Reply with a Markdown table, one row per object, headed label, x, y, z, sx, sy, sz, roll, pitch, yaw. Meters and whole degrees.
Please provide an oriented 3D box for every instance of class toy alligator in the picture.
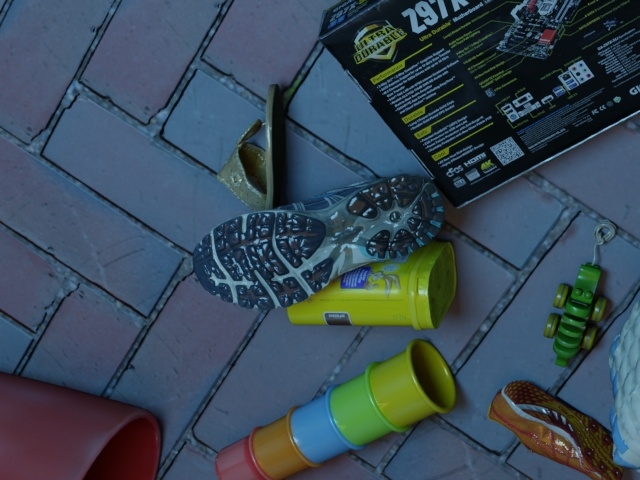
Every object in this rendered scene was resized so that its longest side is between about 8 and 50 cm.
| label | x | y | z | sx | sy | sz | roll | pitch | yaw |
| --- | --- | --- | --- | --- | --- | --- | --- | --- | --- |
| toy alligator | 0.290 | 0.068 | 1.960 | 0.056 | 0.051 | 0.190 | 18 | 117 | 8 |

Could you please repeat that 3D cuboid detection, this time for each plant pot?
| label | x | y | z | sx | sy | sz | roll | pitch | yaw |
| --- | --- | --- | --- | --- | --- | --- | --- | --- | --- |
| plant pot | -0.365 | 0.288 | 2.155 | 0.243 | 0.275 | 0.275 | 23 | 118 | 17 |

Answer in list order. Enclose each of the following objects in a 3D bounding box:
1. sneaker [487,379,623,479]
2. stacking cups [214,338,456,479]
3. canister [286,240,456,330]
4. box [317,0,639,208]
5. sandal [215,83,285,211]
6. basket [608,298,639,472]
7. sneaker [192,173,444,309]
| label | x | y | z | sx | sy | sz | roll | pitch | yaw |
| --- | --- | --- | --- | --- | --- | --- | --- | --- | --- |
| sneaker | 0.276 | 0.228 | 2.041 | 0.175 | 0.064 | 0.067 | 37 | 138 | 4 |
| stacking cups | 0.007 | 0.224 | 2.088 | 0.316 | 0.096 | 0.096 | -29 | 102 | 25 |
| canister | 0.057 | 0.050 | 1.982 | 0.169 | 0.126 | 0.073 | 0 | 114 | 19 |
| box | 0.201 | -0.207 | 1.820 | 0.322 | 0.079 | 0.257 | -29 | 114 | 26 |
| sandal | -0.080 | -0.061 | 1.994 | 0.079 | 0.088 | 0.240 | 0 | 118 | 10 |
| basket | 0.432 | 0.113 | 1.836 | 0.201 | 0.255 | 0.289 | 22 | 132 | -10 |
| sneaker | 0.000 | 0.000 | 1.936 | 0.283 | 0.122 | 0.110 | -14 | 97 | 4 |
